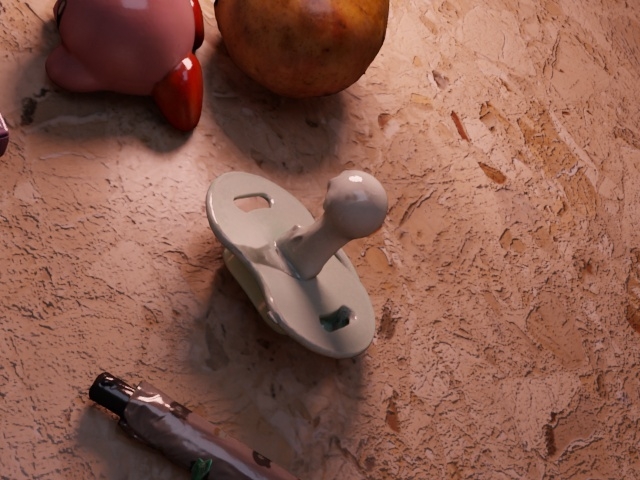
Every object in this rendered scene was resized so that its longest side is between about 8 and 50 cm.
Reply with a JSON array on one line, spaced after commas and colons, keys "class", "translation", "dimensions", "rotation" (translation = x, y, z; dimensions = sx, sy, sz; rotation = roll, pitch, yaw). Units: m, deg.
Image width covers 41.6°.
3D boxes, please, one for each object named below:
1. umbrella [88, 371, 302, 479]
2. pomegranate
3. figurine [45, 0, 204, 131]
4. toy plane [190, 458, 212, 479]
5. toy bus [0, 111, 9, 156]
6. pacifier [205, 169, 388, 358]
[{"class": "umbrella", "translation": [-0.157, 0.277, 1.121], "dimensions": [0.337, 0.067, 0.073], "rotation": [33, 41, -2]}, {"class": "pomegranate", "translation": [-0.032, -0.404, 1.474], "dimensions": [0.322, 0.322, 0.322], "rotation": [12, 56, -19]}, {"class": "figurine", "translation": [-0.293, -0.351, 1.357], "dimensions": [0.261, 0.211, 0.269], "rotation": [11, 56, -20]}, {"class": "toy plane", "translation": [-0.171, 0.383, 1.025], "dimensions": [0.060, 0.096, 0.235], "rotation": [16, 59, -16]}, {"class": "toy bus", "translation": [-0.540, -0.146, 1.189], "dimensions": [0.178, 0.087, 0.098], "rotation": [-21, 77, -36]}, {"class": "pacifier", "translation": [0.000, 0.000, 1.254], "dimensions": [0.343, 0.269, 0.288], "rotation": [55, 29, 9]}]
